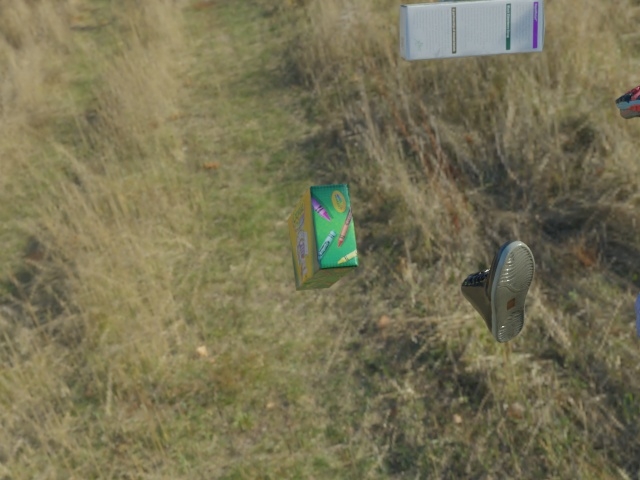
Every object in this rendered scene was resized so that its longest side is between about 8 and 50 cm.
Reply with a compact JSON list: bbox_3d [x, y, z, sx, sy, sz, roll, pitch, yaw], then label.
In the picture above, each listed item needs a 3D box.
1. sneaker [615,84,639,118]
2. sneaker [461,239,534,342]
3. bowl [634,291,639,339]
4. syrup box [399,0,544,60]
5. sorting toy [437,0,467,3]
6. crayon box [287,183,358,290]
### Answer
[{"bbox_3d":[0.510,-0.163,1.104,0.104,0.125,0.262,-25,16,-16],"label":"sneaker"},{"bbox_3d":[0.290,0.066,1.380,0.083,0.222,0.118,-22,46,-19],"label":"sneaker"},{"bbox_3d":[0.801,0.104,1.565,0.391,0.391,0.077,-13,56,4],"label":"bowl"},{"bbox_3d":[0.260,-0.369,1.408,0.237,0.096,0.093,-3,18,-1],"label":"syrup box"},{"bbox_3d":[0.326,-0.549,1.820,0.307,0.041,0.229,-42,15,15],"label":"sorting toy"},{"bbox_3d":[0.000,0.000,1.665,0.081,0.165,0.278,-4,-11,-12],"label":"crayon box"}]
